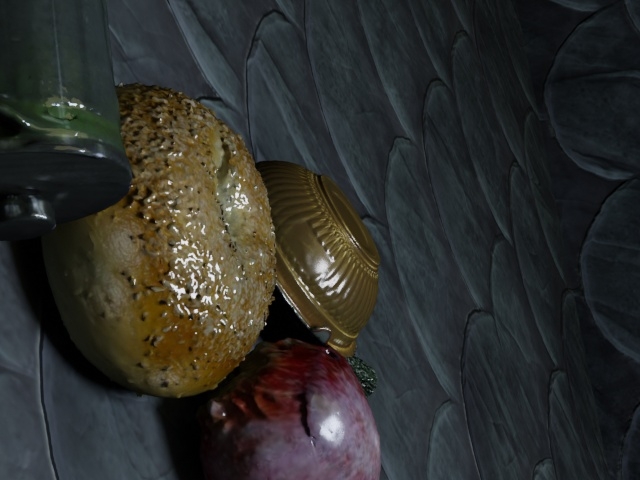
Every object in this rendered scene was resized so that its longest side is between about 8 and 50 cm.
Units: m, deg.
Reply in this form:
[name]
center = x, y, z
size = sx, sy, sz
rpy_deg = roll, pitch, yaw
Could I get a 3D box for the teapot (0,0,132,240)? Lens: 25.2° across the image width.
[teapot]
center = -0.254, -0.158, 1.150
size = 0.270, 0.200, 0.337
rpy_deg = 114, -30, -71

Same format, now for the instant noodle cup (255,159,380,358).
[instant noodle cup]
center = 0.000, 0.000, 1.649
size = 0.274, 0.090, 0.274
rpy_deg = 55, 12, -17

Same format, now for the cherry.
[cherry]
center = -0.025, 0.213, 1.434
size = 0.192, 0.175, 0.250
rpy_deg = -92, 165, -63

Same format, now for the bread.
[bread]
center = -0.139, -0.007, 1.326
size = 0.305, 0.158, 0.306
rpy_deg = 46, 35, -47

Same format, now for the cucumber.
[cucumber]
center = -0.021, 0.113, 1.656
size = 0.245, 0.067, 0.067
rpy_deg = 47, 33, -39
